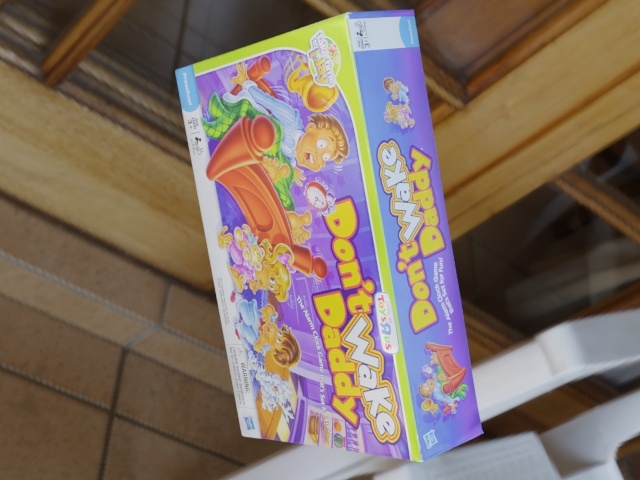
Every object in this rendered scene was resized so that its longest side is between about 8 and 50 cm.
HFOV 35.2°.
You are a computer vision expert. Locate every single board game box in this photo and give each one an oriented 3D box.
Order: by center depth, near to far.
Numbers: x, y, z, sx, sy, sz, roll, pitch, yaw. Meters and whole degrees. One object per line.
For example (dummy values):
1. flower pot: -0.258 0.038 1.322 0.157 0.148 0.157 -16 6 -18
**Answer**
1. board game box: 0.000 0.000 0.866 0.078 0.233 0.347 -13 95 -41
